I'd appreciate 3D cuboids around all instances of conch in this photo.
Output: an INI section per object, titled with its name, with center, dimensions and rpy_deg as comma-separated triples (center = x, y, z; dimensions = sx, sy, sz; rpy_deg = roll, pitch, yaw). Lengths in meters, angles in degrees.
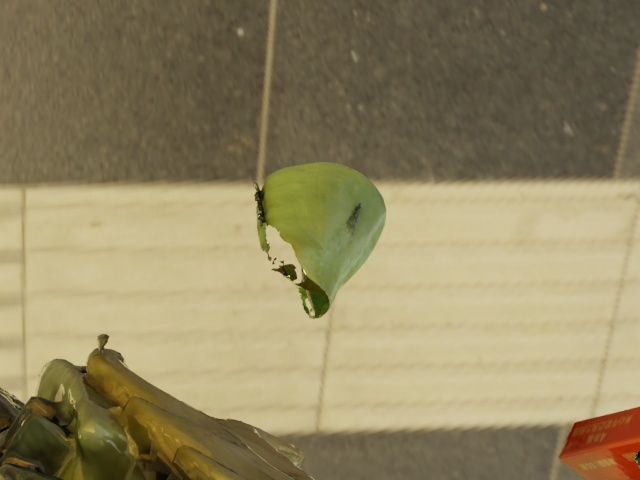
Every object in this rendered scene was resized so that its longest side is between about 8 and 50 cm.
[conch]
center = -0.015, -0.011, 1.998
dimensions = 0.137, 0.250, 0.143
rpy_deg = -6, 108, 28

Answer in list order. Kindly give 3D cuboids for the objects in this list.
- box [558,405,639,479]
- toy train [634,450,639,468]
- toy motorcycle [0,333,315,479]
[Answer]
[box]
center = 0.383, 0.227, 1.460
dimensions = 0.265, 0.048, 0.273
rpy_deg = 37, 152, -13
[toy train]
center = 0.348, 0.221, 1.228
dimensions = 0.120, 0.194, 0.298
rpy_deg = -40, 136, -9
[toy motorcycle]
center = -0.058, 0.150, 0.646
dimensions = 0.237, 0.410, 0.169
rpy_deg = 33, 88, -9
